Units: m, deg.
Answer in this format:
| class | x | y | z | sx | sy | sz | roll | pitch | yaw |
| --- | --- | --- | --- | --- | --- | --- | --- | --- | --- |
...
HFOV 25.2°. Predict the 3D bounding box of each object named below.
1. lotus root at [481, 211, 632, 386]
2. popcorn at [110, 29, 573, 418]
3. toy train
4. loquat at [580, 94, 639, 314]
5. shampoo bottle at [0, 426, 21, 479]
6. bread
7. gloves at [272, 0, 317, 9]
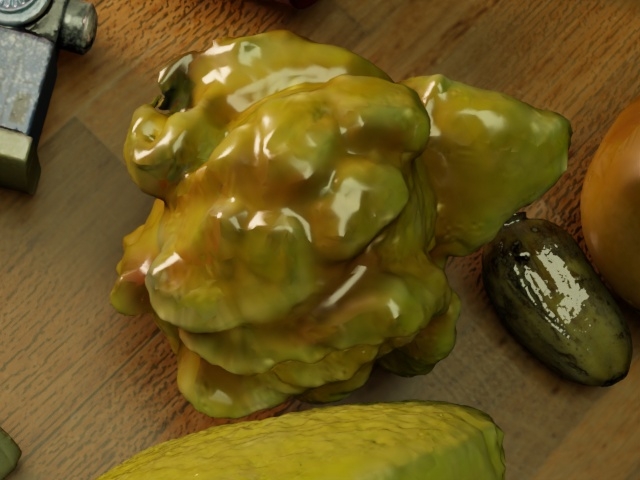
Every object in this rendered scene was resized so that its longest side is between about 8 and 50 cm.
| class | x | y | z | sx | sy | sz | roll | pitch | yaw |
| --- | --- | --- | --- | --- | --- | --- | --- | --- | --- |
| lotus root | 0.199 | 0.051 | 1.232 | 0.089 | 0.080 | 0.179 | -34 | 87 | -9 |
| popcorn | 0.008 | 0.004 | 1.102 | 0.321 | 0.326 | 0.290 | 7 | 51 | 25 |
| toy train | -0.344 | -0.163 | 1.185 | 0.299 | 0.131 | 0.202 | 14 | 80 | -5 |
| loquat | 0.338 | -0.030 | 1.200 | 0.235 | 0.235 | 0.235 | 2 | 74 | -9 |
| shampoo bottle | -0.346 | 0.214 | 1.087 | 0.118 | 0.087 | 0.234 | 42 | 70 | -6 |
| bread | -0.019 | 0.277 | 1.009 | 0.348 | 0.348 | 0.308 | -9 | 83 | -12 |
| gloves | -0.099 | -0.292 | 1.266 | 0.241 | 0.126 | 0.145 | 31 | 92 | 24 |
